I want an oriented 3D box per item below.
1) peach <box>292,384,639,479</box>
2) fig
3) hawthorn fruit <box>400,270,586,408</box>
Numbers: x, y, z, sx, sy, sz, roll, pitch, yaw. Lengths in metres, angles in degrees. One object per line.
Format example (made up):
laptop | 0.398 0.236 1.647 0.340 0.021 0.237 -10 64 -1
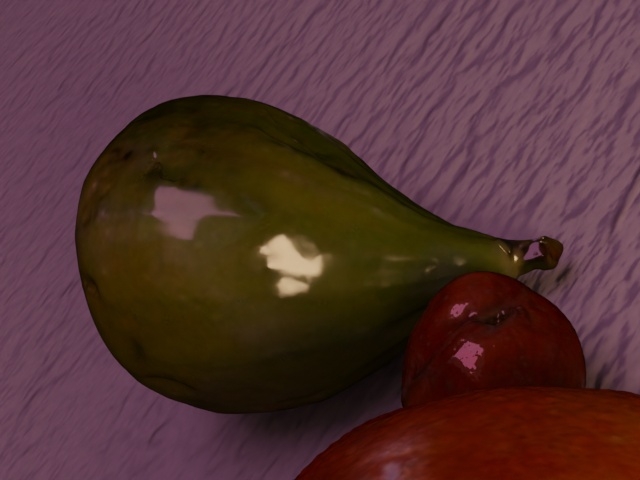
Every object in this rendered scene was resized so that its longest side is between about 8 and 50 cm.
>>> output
peach | 0.100 0.203 0.643 0.306 0.242 0.380 -35 28 -3
fig | -0.029 -0.004 1.034 0.314 0.233 0.233 -19 41 43
hawthorn fruit | 0.102 0.078 0.900 0.128 0.128 0.128 -29 36 24
